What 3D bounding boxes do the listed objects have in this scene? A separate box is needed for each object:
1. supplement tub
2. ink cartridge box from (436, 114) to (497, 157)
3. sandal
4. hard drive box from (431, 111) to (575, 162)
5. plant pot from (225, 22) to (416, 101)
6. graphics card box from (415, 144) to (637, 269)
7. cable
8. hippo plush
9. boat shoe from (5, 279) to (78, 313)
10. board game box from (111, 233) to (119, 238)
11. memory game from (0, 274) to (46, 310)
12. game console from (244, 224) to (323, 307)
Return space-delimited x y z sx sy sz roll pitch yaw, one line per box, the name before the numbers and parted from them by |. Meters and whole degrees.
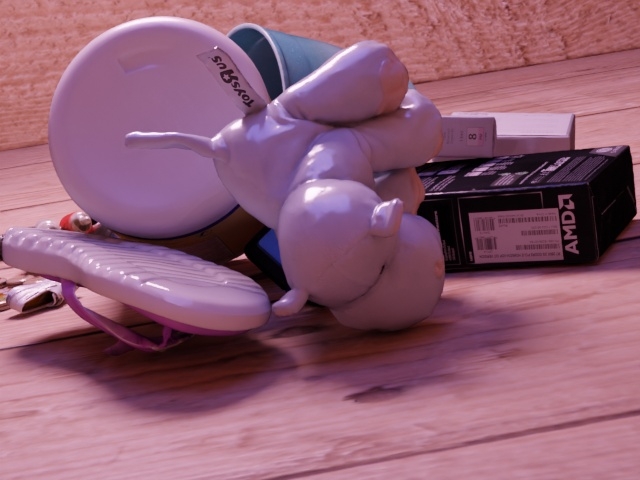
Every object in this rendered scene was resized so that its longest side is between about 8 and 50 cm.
supplement tub | -0.158 -0.098 1.605 0.241 0.241 0.331 -8 -10 4
ink cartridge box | 0.069 -0.130 1.684 0.232 0.066 0.189 -4 7 -18
sandal | -0.182 0.061 1.368 0.169 0.102 0.416 4 7 -33
hard drive box | 0.254 -0.118 1.913 0.181 0.089 0.232 1 12 13
plant pot | -0.003 -0.159 1.981 0.255 0.272 0.271 1 5 -30
graphics card box | 0.156 -0.034 1.595 0.370 0.094 0.233 -5 11 24
cable | -0.382 -0.016 1.941 0.139 0.072 0.287 -31 21 -20
hippo plush | 0.027 -0.049 1.289 0.234 0.294 0.236 -47 38 9
boat shoe | -0.316 0.064 1.631 0.035 0.035 0.100 34 32 33
board game box | -0.235 -0.019 1.950 0.136 0.035 0.201 -22 17 -36
memory game | -0.420 0.069 1.729 0.186 0.012 0.186 -9 11 2
game console | 0.000 0.000 1.468 0.122 0.071 0.107 -46 26 -18
